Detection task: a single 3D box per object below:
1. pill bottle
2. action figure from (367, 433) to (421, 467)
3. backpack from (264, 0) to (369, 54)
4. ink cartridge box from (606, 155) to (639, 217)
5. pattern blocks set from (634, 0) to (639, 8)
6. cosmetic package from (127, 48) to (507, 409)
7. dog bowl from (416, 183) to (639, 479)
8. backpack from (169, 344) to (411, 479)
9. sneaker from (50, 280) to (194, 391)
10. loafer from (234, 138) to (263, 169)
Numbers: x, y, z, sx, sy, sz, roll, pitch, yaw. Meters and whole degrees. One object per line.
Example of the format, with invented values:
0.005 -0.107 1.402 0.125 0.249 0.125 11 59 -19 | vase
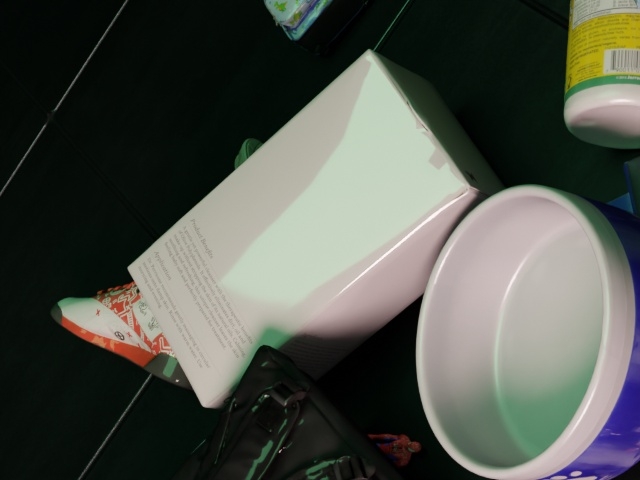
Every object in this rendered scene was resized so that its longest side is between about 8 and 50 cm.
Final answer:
0.299 -0.204 1.390 0.117 0.117 0.208 -10 65 40 | pill bottle
0.056 0.220 1.485 0.115 0.030 0.038 -15 58 35 | action figure
-0.017 -0.299 1.749 0.105 0.084 0.114 -49 43 11 | backpack
0.382 -0.028 1.273 0.332 0.065 0.165 -27 56 33 | ink cartridge box
0.340 -0.355 1.388 0.285 0.026 0.325 -21 49 -2 | pattern blocks set
0.000 0.000 1.506 0.365 0.155 0.197 -39 65 18 | cosmetic package
0.206 0.088 1.303 0.265 0.104 0.265 -26 58 52 | dog bowl
-0.059 0.335 1.403 0.355 0.273 0.290 -46 53 -2 | backpack
-0.211 0.077 1.755 0.270 0.090 0.145 20 84 42 | sneaker
-0.086 -0.064 1.741 0.039 0.045 0.125 -41 39 44 | loafer
